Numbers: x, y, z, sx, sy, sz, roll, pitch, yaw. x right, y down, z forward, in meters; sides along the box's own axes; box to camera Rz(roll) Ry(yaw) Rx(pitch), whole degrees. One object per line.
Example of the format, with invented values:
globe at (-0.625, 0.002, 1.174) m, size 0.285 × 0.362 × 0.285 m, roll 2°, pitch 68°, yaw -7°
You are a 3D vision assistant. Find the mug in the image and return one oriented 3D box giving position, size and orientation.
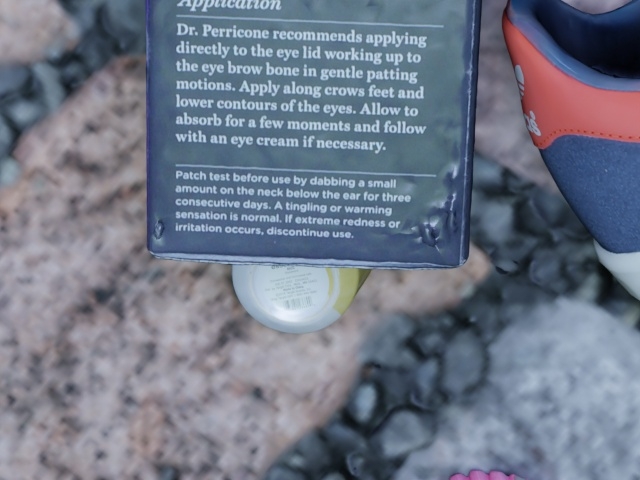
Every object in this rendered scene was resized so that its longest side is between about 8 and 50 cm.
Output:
mug at (-0.004, 0.000, 0.760) m, size 0.062 × 0.064 × 0.078 m, roll 33°, pitch 107°, yaw -6°

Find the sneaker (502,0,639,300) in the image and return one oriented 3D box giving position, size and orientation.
sneaker at (0.219, -0.118, 0.672) m, size 0.350 × 0.131 × 0.148 m, roll -33°, pitch 108°, yaw 13°

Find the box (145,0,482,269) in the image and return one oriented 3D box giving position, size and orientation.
box at (0.003, -0.110, 0.678) m, size 0.108 × 0.153 × 0.207 m, roll 2°, pitch 107°, yaw 3°

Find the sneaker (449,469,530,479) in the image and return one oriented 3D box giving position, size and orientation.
sneaker at (0.047, 0.136, 0.816) m, size 0.119 × 0.047 × 0.057 m, roll -22°, pitch 112°, yaw 18°
